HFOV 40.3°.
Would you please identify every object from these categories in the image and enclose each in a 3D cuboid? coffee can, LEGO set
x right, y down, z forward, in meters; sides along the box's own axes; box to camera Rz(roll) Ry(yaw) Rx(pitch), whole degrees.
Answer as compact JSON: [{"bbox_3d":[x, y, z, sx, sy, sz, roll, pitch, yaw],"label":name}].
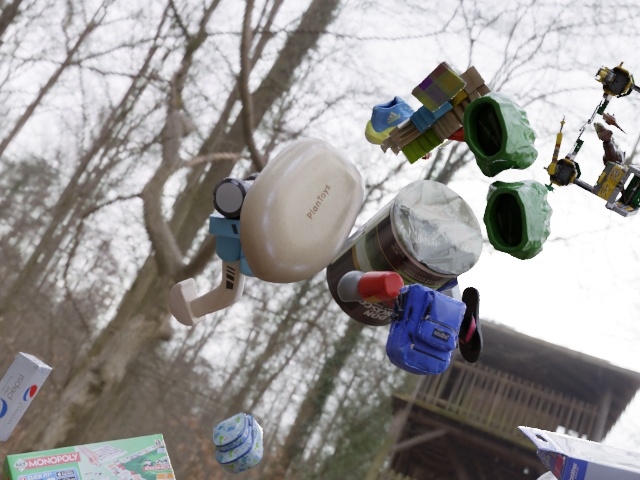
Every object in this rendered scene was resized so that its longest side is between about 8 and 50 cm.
[{"bbox_3d":[0.161,0.030,1.734,0.202,0.201,0.275,30,-36,-12],"label":"coffee can"},{"bbox_3d":[0.601,-0.198,1.766,0.255,0.331,0.192,41,20,18],"label":"LEGO set"}]

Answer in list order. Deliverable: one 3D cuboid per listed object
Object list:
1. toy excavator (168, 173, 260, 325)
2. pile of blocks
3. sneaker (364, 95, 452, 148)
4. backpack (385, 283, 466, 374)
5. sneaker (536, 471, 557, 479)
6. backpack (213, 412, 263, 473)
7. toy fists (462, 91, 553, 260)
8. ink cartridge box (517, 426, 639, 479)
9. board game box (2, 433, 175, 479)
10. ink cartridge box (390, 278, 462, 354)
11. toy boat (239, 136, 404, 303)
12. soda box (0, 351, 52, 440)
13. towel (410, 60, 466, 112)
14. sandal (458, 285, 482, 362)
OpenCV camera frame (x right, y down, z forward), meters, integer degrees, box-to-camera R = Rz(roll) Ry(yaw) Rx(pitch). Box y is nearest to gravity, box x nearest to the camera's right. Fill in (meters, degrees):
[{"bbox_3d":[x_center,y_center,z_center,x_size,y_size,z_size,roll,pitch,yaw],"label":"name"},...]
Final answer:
[{"bbox_3d":[-0.215,0.040,2.408,0.433,0.444,0.222,7,10,20],"label":"toy excavator"},{"bbox_3d":[0.248,-0.234,1.846,0.112,0.149,0.362,54,-27,2],"label":"pile of blocks"},{"bbox_3d":[0.236,-0.306,2.251,0.240,0.091,0.126,-1,-62,-9],"label":"sneaker"},{"bbox_3d":[0.148,0.131,1.250,0.098,0.120,0.101,23,-12,-11],"label":"backpack"},{"bbox_3d":[0.670,0.673,2.212,0.323,0.130,0.236,-4,-39,-10],"label":"sneaker"},{"bbox_3d":[-0.182,0.439,1.886,0.105,0.114,0.084,-27,-56,9],"label":"backpack"},{"bbox_3d":[0.307,-0.104,1.418,0.096,0.279,0.142,-16,-7,38],"label":"toy fists"},{"bbox_3d":[0.536,0.428,1.644,0.311,0.065,0.186,15,2,0],"label":"ink cartridge box"},{"bbox_3d":[-0.430,0.496,1.684,0.317,0.213,0.046,0,-41,-35],"label":"board game box"},{"bbox_3d":[0.272,0.196,2.240,0.223,0.223,0.045,-21,-16,41],"label":"ink cartridge box"},{"bbox_3d":[0.000,0.000,1.483,0.318,0.267,0.148,45,-26,-19],"label":"toy boat"},{"bbox_3d":[-0.776,0.394,2.196,0.074,0.216,0.069,29,-8,17],"label":"soda box"},{"bbox_3d":[0.204,-0.264,1.503,0.060,0.009,0.083,40,-58,-14],"label":"towel"},{"bbox_3d":[0.342,0.197,2.038,0.040,0.179,0.067,4,-6,-42],"label":"sandal"}]
